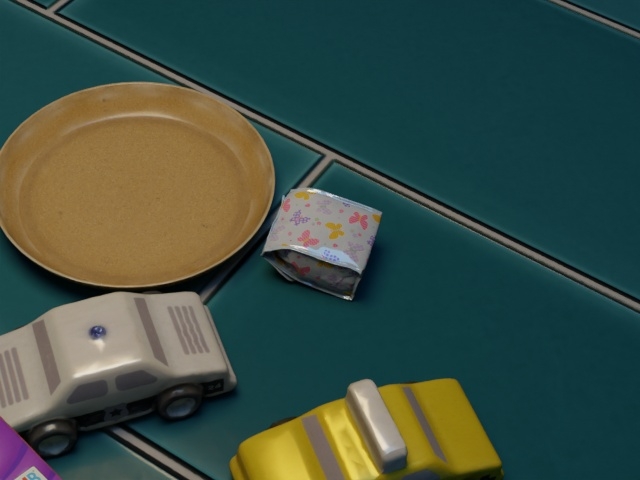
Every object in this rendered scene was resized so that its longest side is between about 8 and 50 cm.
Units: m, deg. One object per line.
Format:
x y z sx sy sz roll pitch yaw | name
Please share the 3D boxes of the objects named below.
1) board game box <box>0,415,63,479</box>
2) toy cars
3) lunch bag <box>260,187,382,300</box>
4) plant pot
-0.292 0.144 0.721 0.275 0.144 0.142 37 55 23 | board game box
-0.062 0.112 0.805 0.393 0.087 0.176 17 50 10 | toy cars
0.000 0.000 0.930 0.083 0.053 0.071 20 52 -1 | lunch bag
-0.157 -0.044 0.967 0.236 0.032 0.236 2 49 -3 | plant pot
